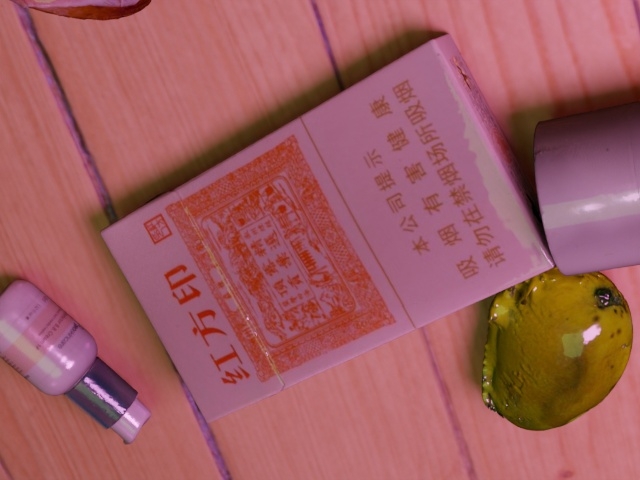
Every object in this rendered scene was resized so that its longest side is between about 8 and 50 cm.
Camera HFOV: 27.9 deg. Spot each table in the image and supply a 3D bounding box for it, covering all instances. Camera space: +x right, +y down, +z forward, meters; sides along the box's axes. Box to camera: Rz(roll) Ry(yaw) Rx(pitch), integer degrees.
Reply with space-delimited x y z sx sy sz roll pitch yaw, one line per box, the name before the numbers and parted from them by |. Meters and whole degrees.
table | 0.282 -0.051 0.966 0.220 0.126 0.126 -10 116 20

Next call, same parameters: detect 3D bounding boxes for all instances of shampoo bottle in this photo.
shampoo bottle | -0.243 0.121 1.244 0.192 0.074 0.074 43 121 -10

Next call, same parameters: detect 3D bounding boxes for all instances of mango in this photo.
mango | 0.197 0.091 1.092 0.119 0.100 0.178 45 136 25

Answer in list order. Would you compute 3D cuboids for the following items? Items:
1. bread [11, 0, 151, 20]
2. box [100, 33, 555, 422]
bread | -0.196 -0.232 0.980 0.160 0.160 0.073 23 126 2
box | -0.001 0.000 1.093 0.365 0.051 0.205 -27 94 28
